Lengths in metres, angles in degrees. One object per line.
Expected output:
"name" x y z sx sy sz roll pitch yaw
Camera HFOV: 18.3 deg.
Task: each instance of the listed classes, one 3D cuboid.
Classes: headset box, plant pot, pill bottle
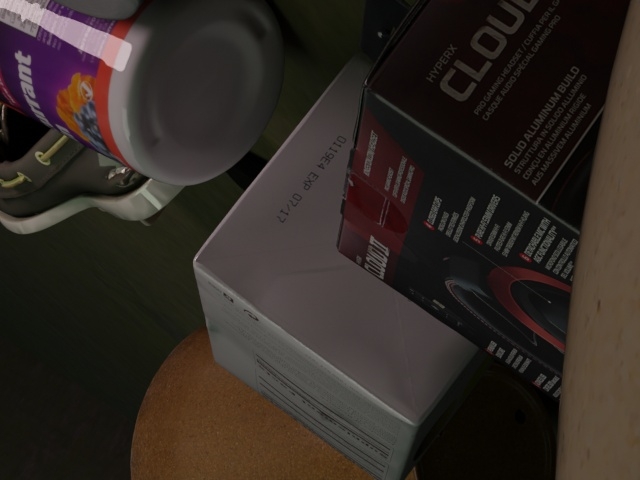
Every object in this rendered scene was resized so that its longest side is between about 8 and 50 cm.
"headset box" 0.131 0.001 0.740 0.293 0.110 0.218 35 167 8
"plant pot" 0.037 0.151 1.349 0.237 0.237 0.254 42 152 -22
"pill bottle" -0.120 -0.108 1.030 0.193 0.108 0.108 27 164 39

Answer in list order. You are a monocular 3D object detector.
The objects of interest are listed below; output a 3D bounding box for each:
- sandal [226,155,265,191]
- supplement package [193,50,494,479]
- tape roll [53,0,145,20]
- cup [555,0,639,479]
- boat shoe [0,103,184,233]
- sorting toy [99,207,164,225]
"sandal" 0.000 0.000 1.244 0.179 0.040 0.067 29 165 30
"supplement package" 0.030 0.027 1.040 0.134 0.139 0.244 36 169 8
"tape roll" -0.147 -0.195 0.876 0.219 0.072 0.219 34 167 9
"cup" 0.181 0.025 0.413 0.331 0.237 0.331 35 167 9
"boat shoe" -0.170 -0.070 1.313 0.091 0.109 0.305 43 160 -22
"sorting toy" -0.151 -0.055 1.460 0.075 0.045 0.083 52 163 -26
